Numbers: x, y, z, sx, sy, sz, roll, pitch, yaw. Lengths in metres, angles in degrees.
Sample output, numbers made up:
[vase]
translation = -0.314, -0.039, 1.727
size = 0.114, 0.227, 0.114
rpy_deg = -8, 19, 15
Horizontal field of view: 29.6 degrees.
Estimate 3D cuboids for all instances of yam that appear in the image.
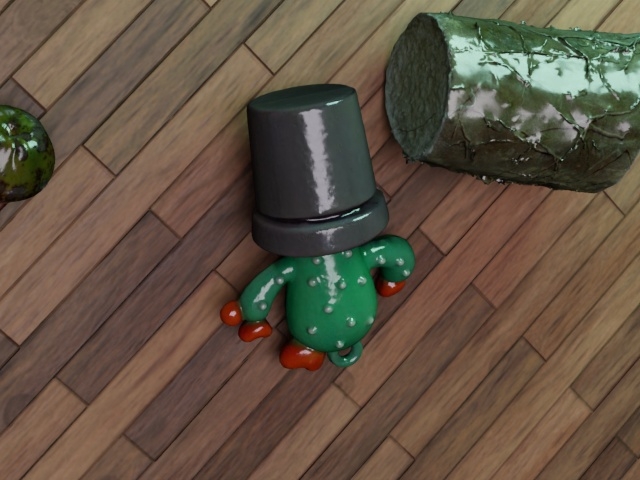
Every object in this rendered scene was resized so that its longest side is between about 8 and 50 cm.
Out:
[yam]
translation = 0.280, -0.195, 1.672
size = 0.348, 0.241, 0.241
rpy_deg = 5, 97, -17

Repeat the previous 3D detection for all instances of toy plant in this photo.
[toy plant]
translation = 0.009, -0.005, 1.632
size = 0.279, 0.185, 0.400
rpy_deg = -28, 118, -44

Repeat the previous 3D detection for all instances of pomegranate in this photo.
[pomegranate]
translation = -0.399, -0.086, 1.492
size = 0.138, 0.125, 0.163
rpy_deg = 2, 99, -33
